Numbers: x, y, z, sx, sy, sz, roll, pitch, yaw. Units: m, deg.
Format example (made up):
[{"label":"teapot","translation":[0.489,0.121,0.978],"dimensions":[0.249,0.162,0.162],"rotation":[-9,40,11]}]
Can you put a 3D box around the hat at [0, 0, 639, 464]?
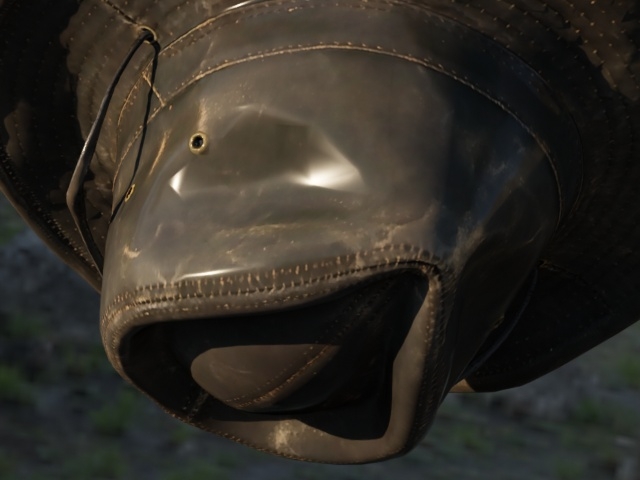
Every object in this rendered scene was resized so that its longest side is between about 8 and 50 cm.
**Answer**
[{"label":"hat","translation":[0.000,0.000,0.746],"dimensions":[0.331,0.331,0.134],"rotation":[11,48,6]}]
